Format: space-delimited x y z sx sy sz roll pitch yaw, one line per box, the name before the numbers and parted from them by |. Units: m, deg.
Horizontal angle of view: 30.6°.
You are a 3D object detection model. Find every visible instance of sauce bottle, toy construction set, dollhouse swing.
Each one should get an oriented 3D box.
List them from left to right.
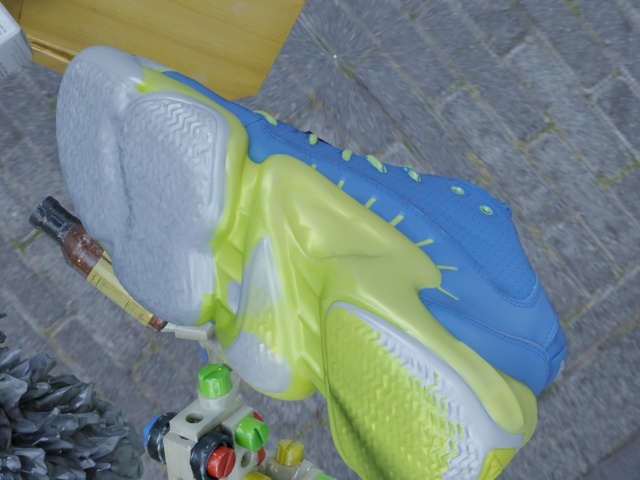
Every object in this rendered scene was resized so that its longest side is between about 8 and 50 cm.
sauce bottle | -0.158 0.015 0.867 0.128 0.042 0.042 40 97 0
dollhouse swing | -0.189 -0.367 1.295 0.305 0.347 0.315 4 61 -20
toy construction set | -0.079 0.205 1.175 0.151 0.215 0.328 2 116 39

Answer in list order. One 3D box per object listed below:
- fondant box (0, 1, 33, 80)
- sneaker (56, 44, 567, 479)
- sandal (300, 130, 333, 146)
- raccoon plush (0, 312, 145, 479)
fondant box | -0.484 -0.186 1.124 0.330 0.096 0.238 -38 89 -9
sneaker | 0.000 0.000 0.479 0.240 0.126 0.091 45 130 20
sandal | -0.020 -0.046 0.804 0.067 0.179 0.040 41 71 -2
raccoon plush | -0.224 0.001 0.398 0.216 0.446 0.299 -30 71 -11
